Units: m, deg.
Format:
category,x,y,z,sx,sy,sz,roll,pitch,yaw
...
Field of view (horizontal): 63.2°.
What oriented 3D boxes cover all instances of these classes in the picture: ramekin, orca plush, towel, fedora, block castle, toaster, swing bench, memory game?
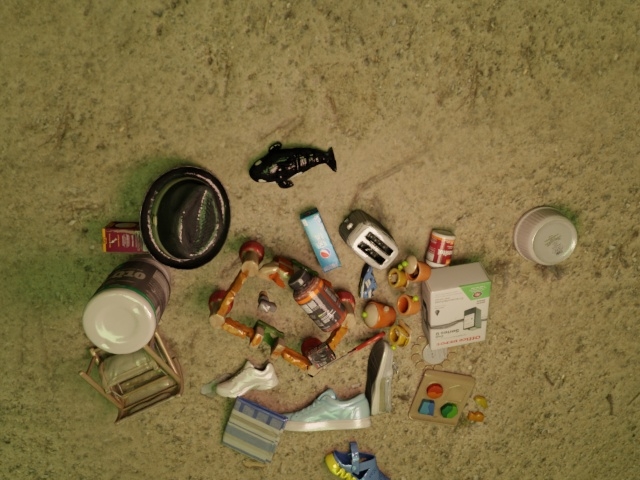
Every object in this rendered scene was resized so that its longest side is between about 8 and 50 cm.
category,x,y,z,sx,sy,sz,roll,pitch,yaw
ramekin,0.800,-0.011,1.837,0.207,0.109,0.207,-2,107,-6
orca plush,-0.087,-0.233,1.681,0.286,0.102,0.151,2,107,-7
towel,-0.246,0.704,1.926,0.209,0.034,0.285,23,123,3
fedora,-0.395,-0.063,1.620,0.333,0.152,0.334,-6,102,-32
block castle,-0.125,0.223,1.763,0.453,0.213,0.303,29,104,-13
toaster,0.172,0.007,1.758,0.227,0.146,0.129,40,100,-15
swing bench,-0.644,0.462,1.809,0.253,0.165,0.255,-24,113,1
memory game,0.434,0.426,1.982,0.186,0.012,0.186,-2,107,-5

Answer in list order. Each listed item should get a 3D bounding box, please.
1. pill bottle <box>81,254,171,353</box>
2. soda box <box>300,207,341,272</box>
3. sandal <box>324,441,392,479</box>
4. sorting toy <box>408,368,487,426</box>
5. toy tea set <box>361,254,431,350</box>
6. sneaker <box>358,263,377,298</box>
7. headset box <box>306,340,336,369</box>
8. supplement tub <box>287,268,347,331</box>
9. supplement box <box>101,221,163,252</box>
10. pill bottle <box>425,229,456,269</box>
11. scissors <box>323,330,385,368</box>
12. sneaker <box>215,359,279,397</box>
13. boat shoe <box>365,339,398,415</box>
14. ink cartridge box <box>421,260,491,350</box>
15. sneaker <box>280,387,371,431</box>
category,x,y,z,sx,sy,sz,roll,pitch,yaw
pill bottle,-0.583,0.180,1.621,0.204,0.361,0.204,-2,107,-6
soda box,0.000,0.000,1.777,0.067,0.071,0.210,-22,108,2
sandal,0.177,0.902,2.047,0.317,0.126,0.138,36,96,-16
sorting toy,0.519,0.629,2.031,0.307,0.041,0.229,12,109,-9
toy tea set,0.246,0.195,1.773,0.124,0.200,0.336,8,106,-30
sneaker,0.173,0.143,1.850,0.059,0.053,0.144,6,114,-8
headset box,0.000,0.376,1.695,0.083,0.032,0.062,-31,108,4
supplement tub,-0.012,0.179,1.590,0.106,0.106,0.198,-37,107,6
supplement box,-0.600,-0.011,1.695,0.188,0.104,0.081,1,105,-7
pill bottle,0.418,0.045,1.826,0.086,0.086,0.152,7,106,-8
scissors,0.113,0.396,1.840,0.297,0.109,0.021,-25,79,-28
sneaker,-0.274,0.496,1.902,0.232,0.090,0.115,-13,101,-11
boat shoe,0.236,0.514,1.940,0.102,0.118,0.321,0,111,-12
ink cartridge box,0.471,0.233,1.827,0.211,0.122,0.289,-10,126,-1
sneaker,0.006,0.636,1.964,0.365,0.135,0.150,-4,75,2
